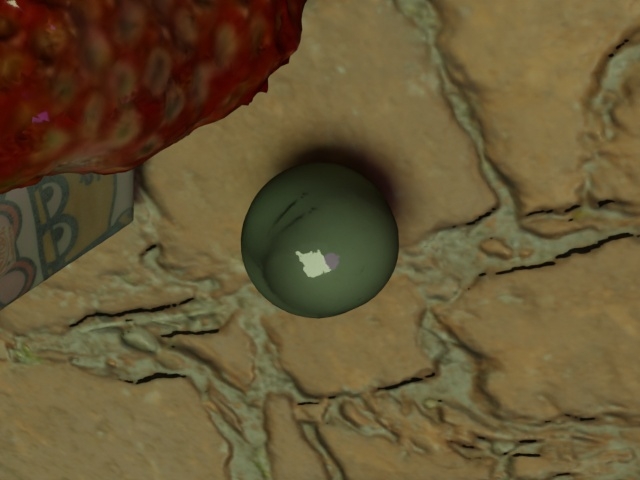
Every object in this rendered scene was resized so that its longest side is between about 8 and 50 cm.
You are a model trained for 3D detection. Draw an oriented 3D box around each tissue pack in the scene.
[{"bbox_3d":[-0.194,-0.032,0.859,0.065,0.155,0.116,30,135,26],"label":"tissue pack"}]

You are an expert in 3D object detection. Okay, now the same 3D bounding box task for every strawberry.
[{"bbox_3d":[-0.157,-0.150,0.617,0.312,0.351,0.267,10,130,0],"label":"strawberry"}]

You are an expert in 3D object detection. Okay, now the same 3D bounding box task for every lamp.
[{"bbox_3d":[0.000,0.000,0.854,0.105,0.105,0.105,9,130,11],"label":"lamp"}]
